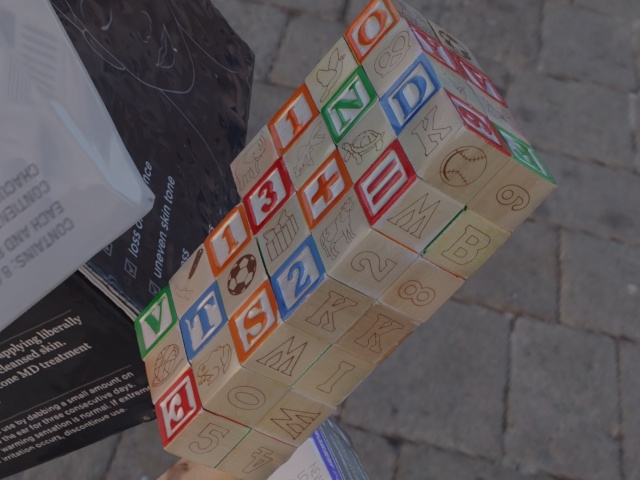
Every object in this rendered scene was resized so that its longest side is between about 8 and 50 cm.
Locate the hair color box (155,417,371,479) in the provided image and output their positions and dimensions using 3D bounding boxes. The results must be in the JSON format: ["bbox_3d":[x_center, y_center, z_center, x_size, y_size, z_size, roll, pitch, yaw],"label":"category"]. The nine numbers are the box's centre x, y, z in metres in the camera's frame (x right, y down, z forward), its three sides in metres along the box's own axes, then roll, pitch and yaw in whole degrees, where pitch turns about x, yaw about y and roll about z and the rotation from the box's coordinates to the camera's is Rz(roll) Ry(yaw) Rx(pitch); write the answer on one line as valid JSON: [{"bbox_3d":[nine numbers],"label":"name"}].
[{"bbox_3d":[-0.108,0.285,1.067,0.110,0.339,0.185,48,4,-26],"label":"hair color box"}]

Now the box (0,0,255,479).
[{"bbox_3d":[-0.317,-0.128,1.138,0.297,0.472,0.480,-23,38,22],"label":"box"}]

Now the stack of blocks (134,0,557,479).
[{"bbox_3d":[0.000,0.000,0.874,0.087,0.297,0.171,28,25,-34],"label":"stack of blocks"}]

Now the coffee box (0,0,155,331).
[{"bbox_3d":[-0.332,-0.084,0.474,0.338,0.338,0.334,-40,35,-20],"label":"coffee box"}]
